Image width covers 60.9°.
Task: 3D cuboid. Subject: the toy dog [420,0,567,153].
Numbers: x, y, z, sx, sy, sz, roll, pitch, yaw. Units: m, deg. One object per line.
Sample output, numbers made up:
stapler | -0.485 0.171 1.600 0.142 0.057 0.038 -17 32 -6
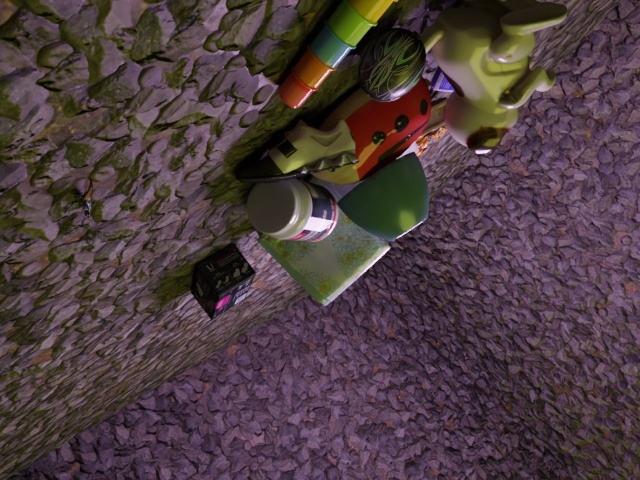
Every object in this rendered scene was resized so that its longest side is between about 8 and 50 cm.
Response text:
toy dog | 0.451 -0.436 1.492 0.395 0.284 0.408 -28 138 -11

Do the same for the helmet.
helmet | 0.172 -0.427 1.324 0.161 0.169 0.169 -48 178 -46

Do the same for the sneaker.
sneaker | -0.073 -0.239 1.446 0.330 0.146 0.122 -14 -176 -2

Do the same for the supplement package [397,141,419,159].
supplement package | 0.205 -0.308 1.849 0.203 0.149 0.194 -42 167 10

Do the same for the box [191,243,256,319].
box | -0.348 0.148 1.932 0.163 0.142 0.247 -33 167 -30

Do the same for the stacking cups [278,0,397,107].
stacking cups | 0.027 -0.405 1.141 0.316 0.096 0.096 -47 165 31

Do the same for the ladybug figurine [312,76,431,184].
ladybug figurine | 0.162 -0.320 1.592 0.449 0.162 0.305 -40 158 -3

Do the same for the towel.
towel | 0.000 0.000 1.890 0.320 0.374 0.090 -43 -173 15

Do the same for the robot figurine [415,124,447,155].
robot figurine | 0.398 -0.399 2.210 0.291 0.085 0.211 -44 167 24

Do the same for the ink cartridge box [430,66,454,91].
ink cartridge box | 0.406 -0.556 1.647 0.208 0.045 0.206 -20 138 -55

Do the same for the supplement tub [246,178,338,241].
supplement tub | -0.081 -0.095 1.673 0.191 0.191 0.272 -43 159 19

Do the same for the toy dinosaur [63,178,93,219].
toy dinosaur | -0.464 -0.072 1.084 0.090 0.047 0.082 -48 -173 -6

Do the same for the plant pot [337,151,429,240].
plant pot | 0.225 -0.114 1.697 0.290 0.195 0.290 -33 176 -3

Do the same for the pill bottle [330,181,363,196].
pill bottle | 0.112 -0.171 2.042 0.161 0.161 0.283 -40 168 6

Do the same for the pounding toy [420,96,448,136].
pounding toy | 0.387 -0.479 1.945 0.269 0.155 0.154 -28 -165 -6
